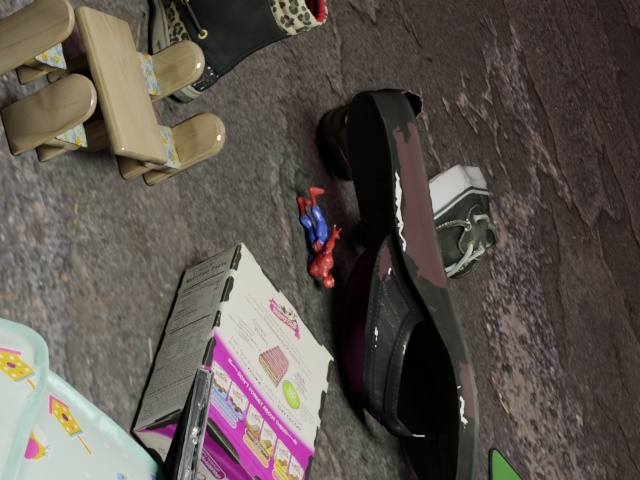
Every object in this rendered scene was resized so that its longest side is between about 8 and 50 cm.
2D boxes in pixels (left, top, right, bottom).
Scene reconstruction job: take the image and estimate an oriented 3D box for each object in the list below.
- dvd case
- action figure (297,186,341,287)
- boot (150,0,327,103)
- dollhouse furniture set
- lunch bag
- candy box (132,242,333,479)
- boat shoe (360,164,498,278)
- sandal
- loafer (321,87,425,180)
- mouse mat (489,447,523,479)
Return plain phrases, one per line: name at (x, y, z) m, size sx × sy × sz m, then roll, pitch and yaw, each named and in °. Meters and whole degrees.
dvd case at (-0.118, 0.224, 1.348) m, size 0.018 × 0.221 × 0.164 m, roll 15°, pitch 40°, yaw -8°
action figure at (0.000, 0.000, 1.961) m, size 0.030 × 0.038 × 0.115 m, roll 20°, pitch 48°, yaw -36°
boot at (-0.084, -0.265, 1.858) m, size 0.085 × 0.178 × 0.236 m, roll 37°, pitch 38°, yaw -47°
dollhouse furniture set at (-0.170, -0.191, 1.639) m, size 0.212 × 0.161 × 0.242 m, roll 13°, pitch 57°, yaw -61°
lunch bag at (-0.233, 0.171, 1.186) m, size 0.262 × 0.160 × 0.223 m, roll 50°, pitch 25°, yaw -26°
candy box at (-0.072, 0.135, 1.651) m, size 0.159 × 0.071 × 0.233 m, roll 53°, pitch 28°, yaw -25°
boat shoe at (0.151, -0.016, 2.177) m, size 0.119 × 0.121 × 0.335 m, roll 62°, pitch 22°, yaw 3°
sandal at (0.066, 0.066, 1.928) m, size 0.167 × 0.107 × 0.446 m, roll 136°, pitch -56°, yaw -68°
loafer at (0.065, -0.138, 2.167) m, size 0.080 × 0.078 × 0.220 m, roll 60°, pitch 25°, yaw -12°
mouse mat at (0.233, 0.348, 2.154) m, size 0.152 × 0.007 × 0.189 m, roll 50°, pitch 30°, yaw -30°
